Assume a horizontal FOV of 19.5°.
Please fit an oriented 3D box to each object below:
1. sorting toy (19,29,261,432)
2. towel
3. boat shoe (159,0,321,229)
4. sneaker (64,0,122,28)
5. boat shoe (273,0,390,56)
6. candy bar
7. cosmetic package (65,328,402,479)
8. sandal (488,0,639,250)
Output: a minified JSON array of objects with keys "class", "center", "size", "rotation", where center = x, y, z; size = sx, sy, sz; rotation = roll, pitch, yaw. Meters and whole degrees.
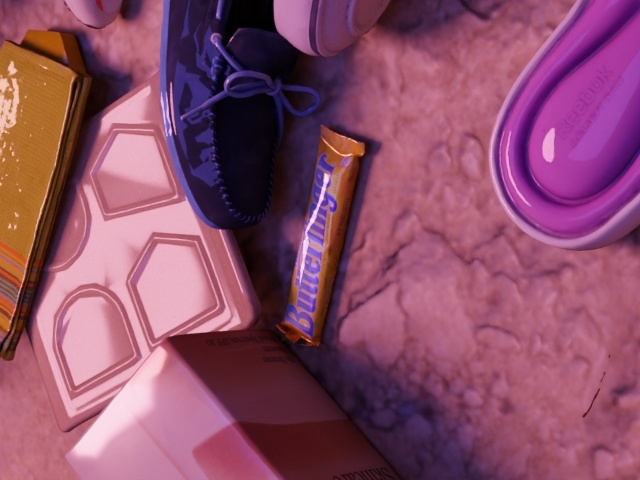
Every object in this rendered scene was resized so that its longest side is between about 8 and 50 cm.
[{"class":"sorting toy","center":[-0.169,-0.033,1.444],"size":[0.229,0.041,0.307],"rotation":[-32,70,32]},{"class":"towel","center":[-0.249,-0.032,1.462],"size":[0.102,0.021,0.237],"rotation":[24,102,33]},{"class":"boat shoe","center":[-0.060,-0.137,1.313],"size":[0.089,0.109,0.258],"rotation":[-4,94,32]},{"class":"sneaker","center":[-0.151,-0.237,1.394],"size":[0.075,0.057,0.161],"rotation":[13,99,39]},{"class":"boat shoe","center":[0.101,-0.248,1.178],"size":[0.156,0.136,0.367],"rotation":[33,118,12]},{"class":"candy bar","center":[0.000,0.000,1.337],"size":[0.040,0.018,0.161],"rotation":[21,106,32]},{"class":"cosmetic package","center":[-0.016,0.209,1.283],"size":[0.296,0.153,0.129],"rotation":[48,111,20]},{"class":"sandal","center":[0.226,-0.166,1.110],"size":[0.169,0.102,0.416],"rotation":[37,114,26]}]
